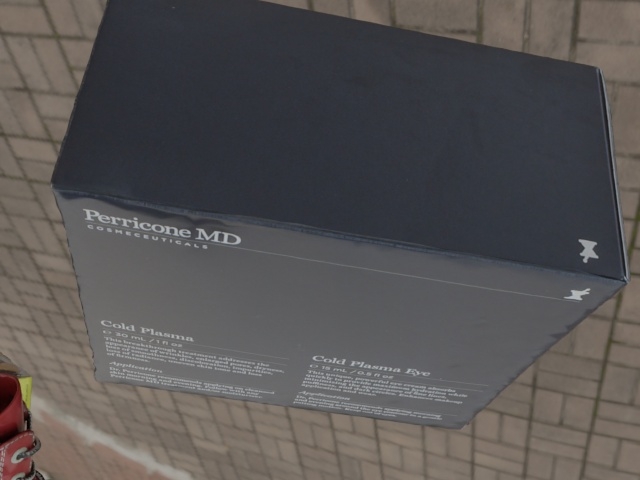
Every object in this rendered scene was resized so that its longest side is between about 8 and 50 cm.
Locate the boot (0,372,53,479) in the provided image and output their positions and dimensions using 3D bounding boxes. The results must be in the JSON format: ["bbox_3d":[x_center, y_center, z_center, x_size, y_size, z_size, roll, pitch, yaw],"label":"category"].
[{"bbox_3d":[-0.161,0.157,0.453,0.244,0.088,0.176,17,115,-42],"label":"boot"}]

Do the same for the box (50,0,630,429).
[{"bbox_3d":[0.000,0.000,0.608,0.343,0.179,0.312,9,150,-7],"label":"box"}]

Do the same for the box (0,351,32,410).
[{"bbox_3d":[-0.422,0.168,0.788,0.087,0.232,0.058,18,106,41],"label":"box"}]
